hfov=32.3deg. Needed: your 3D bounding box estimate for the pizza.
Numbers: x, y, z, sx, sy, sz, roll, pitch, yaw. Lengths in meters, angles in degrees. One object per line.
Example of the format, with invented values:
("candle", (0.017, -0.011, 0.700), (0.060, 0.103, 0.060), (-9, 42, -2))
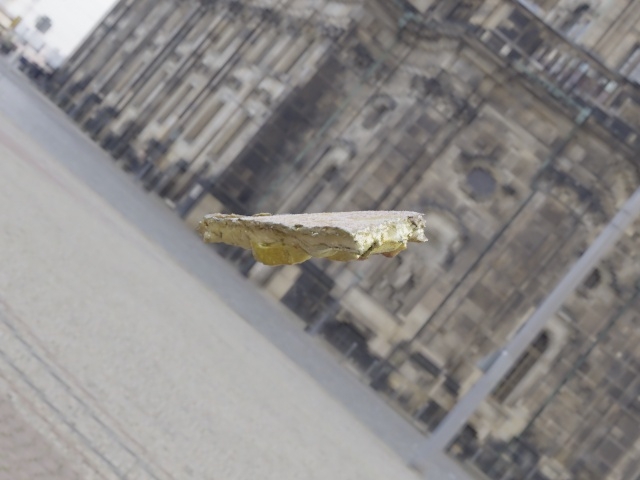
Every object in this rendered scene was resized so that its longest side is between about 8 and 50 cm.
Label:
("pizza", (0.000, 0.000, 0.550), (0.123, 0.026, 0.108), (-1, 4, -6))
